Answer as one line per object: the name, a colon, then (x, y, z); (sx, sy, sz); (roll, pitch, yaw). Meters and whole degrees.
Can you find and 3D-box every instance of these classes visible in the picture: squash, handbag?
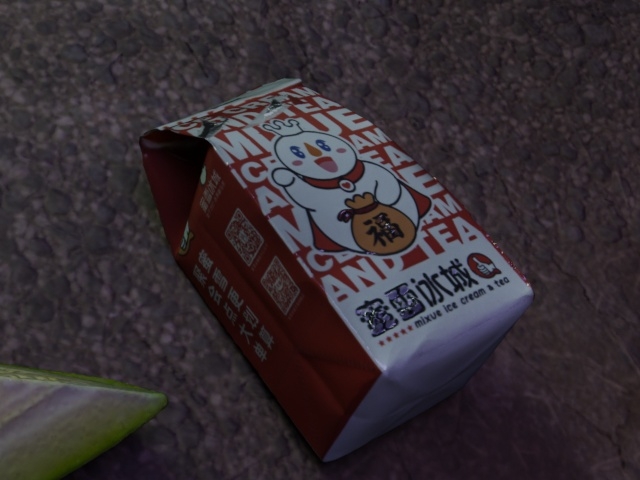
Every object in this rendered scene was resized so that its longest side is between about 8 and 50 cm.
squash: (-0.275, 0.092, 0.849); (0.288, 0.111, 0.203); (-30, 107, -28)
handbag: (0.000, 0.000, 0.999); (0.171, 0.151, 0.298); (-23, 65, -34)
